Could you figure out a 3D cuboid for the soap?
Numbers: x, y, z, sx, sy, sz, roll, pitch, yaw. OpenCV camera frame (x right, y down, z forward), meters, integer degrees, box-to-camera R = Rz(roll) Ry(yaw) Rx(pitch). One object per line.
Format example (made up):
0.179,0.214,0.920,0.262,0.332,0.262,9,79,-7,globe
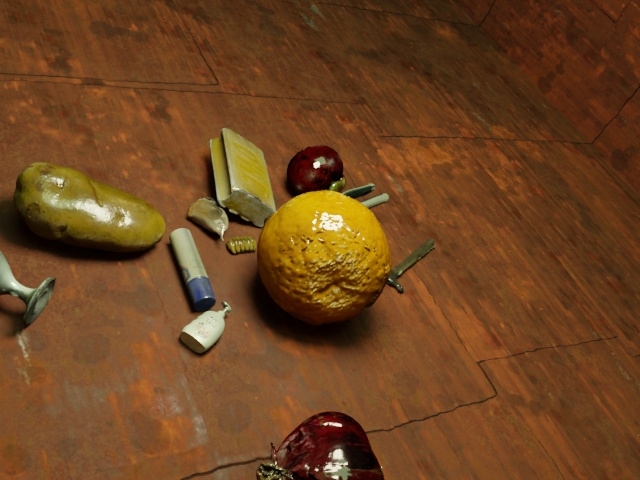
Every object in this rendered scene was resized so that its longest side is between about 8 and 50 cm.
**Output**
-0.224,-0.183,2.079,0.173,0.089,0.274,30,31,-38,soap

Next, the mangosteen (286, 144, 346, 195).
-0.005,-0.191,2.200,0.199,0.200,0.200,16,40,-14,mangosteen

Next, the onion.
0.018,0.464,1.445,0.280,0.221,0.281,13,41,-11,onion

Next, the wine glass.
-0.698,0.078,1.534,0.241,0.126,0.126,28,39,-2,wine glass

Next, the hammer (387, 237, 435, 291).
0.273,0.058,2.188,0.125,0.027,0.297,45,42,13,hammer

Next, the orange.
0.005,0.036,1.824,0.340,0.341,0.293,13,26,-18,orange

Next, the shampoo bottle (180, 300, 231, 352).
-0.259,0.200,1.713,0.077,0.045,0.152,36,39,10,shampoo bottle

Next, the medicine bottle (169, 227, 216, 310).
-0.321,0.070,1.808,0.059,0.059,0.231,-2,47,-31,medicine bottle

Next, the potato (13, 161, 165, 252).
-0.556,-0.066,1.761,0.369,0.177,0.195,19,0,-23,potato

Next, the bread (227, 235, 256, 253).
-0.211,0.010,1.958,0.088,0.034,0.049,-4,55,-34,bread

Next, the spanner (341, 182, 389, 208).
0.068,-0.105,2.134,0.324,0.040,0.095,-19,47,-38,spanner

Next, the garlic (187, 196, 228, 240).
-0.293,-0.058,1.968,0.152,0.066,0.084,35,66,15,garlic
